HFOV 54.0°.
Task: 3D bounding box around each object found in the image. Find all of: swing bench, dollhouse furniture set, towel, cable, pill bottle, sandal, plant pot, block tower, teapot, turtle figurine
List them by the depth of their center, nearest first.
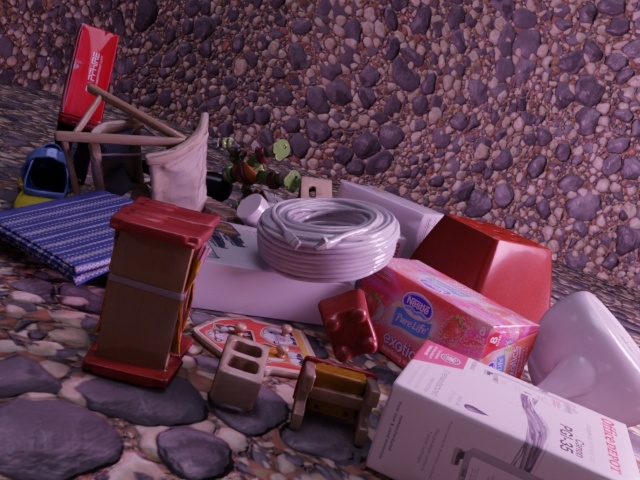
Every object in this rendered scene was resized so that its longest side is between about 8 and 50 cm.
[{"bbox_3d":[-0.094,0.096,0.814,0.374,0.201,0.152,16,12,-4],"label":"dollhouse furniture set"},{"bbox_3d":[-0.381,-0.016,1.052,0.336,0.040,0.243,19,28,39],"label":"towel"},{"bbox_3d":[0.449,0.224,1.086,0.256,0.187,0.253,41,24,-22],"label":"teapot"},{"bbox_3d":[0.014,-0.009,1.126,0.257,0.089,0.257,-9,22,-27],"label":"cable"},{"bbox_3d":[-0.365,-0.146,1.276,0.254,0.253,0.165,15,54,0],"label":"swing bench"},{"bbox_3d":[-0.584,-0.147,1.360,0.126,0.138,0.317,9,13,-28],"label":"sandal"},{"bbox_3d":[0.356,0.087,1.404,0.267,0.236,0.267,11,14,-31],"label":"plant pot"},{"bbox_3d":[-0.112,-0.026,1.414,0.094,0.094,0.169,32,-13,50],"label":"pill bottle"},{"bbox_3d":[-0.309,-0.066,1.493,0.335,0.091,0.097,25,14,30],"label":"block tower"},{"bbox_3d":[-0.209,-0.171,1.678,0.266,0.198,0.274,-6,-10,37],"label":"turtle figurine"}]

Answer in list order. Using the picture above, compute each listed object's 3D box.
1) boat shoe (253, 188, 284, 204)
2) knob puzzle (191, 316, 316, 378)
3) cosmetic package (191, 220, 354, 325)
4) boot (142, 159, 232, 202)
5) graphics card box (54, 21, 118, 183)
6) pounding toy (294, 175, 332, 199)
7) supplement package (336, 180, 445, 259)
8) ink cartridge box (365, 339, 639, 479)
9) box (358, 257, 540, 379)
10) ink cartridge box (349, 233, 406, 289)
[{"bbox_3d":[-0.141,-0.095,1.837,0.096,0.098,0.277,13,12,-15],"label":"boat shoe"},{"bbox_3d":[-0.099,0.151,0.969,0.213,0.030,0.213,17,12,-4],"label":"knob puzzle"},{"bbox_3d":[-0.163,0.045,1.200,0.377,0.098,0.284,11,16,-26],"label":"cosmetic package"},{"bbox_3d":[-0.401,-0.165,1.782,0.246,0.094,0.207,15,7,18],"label":"boot"},{"bbox_3d":[-0.567,-0.308,1.495,0.094,0.233,0.371,12,-22,-23],"label":"graphics card box"},{"bbox_3d":[-0.032,-0.066,1.682,0.094,0.206,0.181,7,41,-6],"label":"pounding toy"},{"bbox_3d":[0.165,-0.021,1.686,0.261,0.204,0.145,25,15,30],"label":"supplement package"},{"bbox_3d":[0.225,0.250,0.774,0.283,0.117,0.207,21,12,17],"label":"ink cartridge box"},{"bbox_3d":[0.205,0.150,1.108,0.142,0.154,0.300,7,17,-40],"label":"box"},{"bbox_3d":[0.075,0.030,1.457,0.208,0.153,0.087,12,14,-19],"label":"ink cartridge box"}]
